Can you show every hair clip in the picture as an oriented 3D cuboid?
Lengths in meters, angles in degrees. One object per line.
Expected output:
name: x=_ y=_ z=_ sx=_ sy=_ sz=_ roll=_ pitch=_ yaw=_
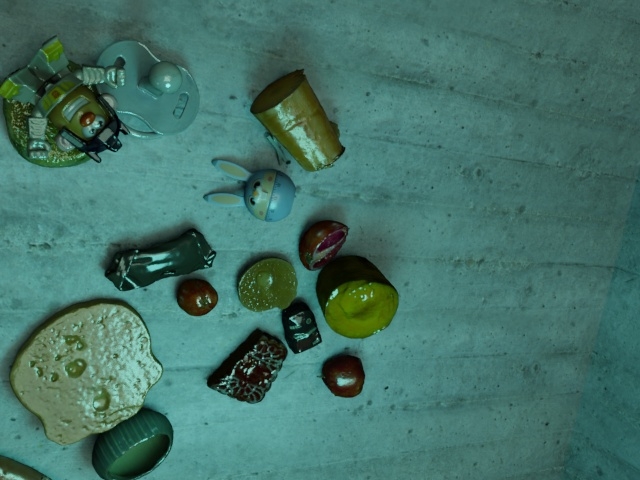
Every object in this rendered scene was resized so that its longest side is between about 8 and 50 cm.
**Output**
hair clip: x=-0.137 y=-0.281 z=1.943 sx=0.030 sy=0.039 sz=0.115 roll=-36 pitch=128 yaw=-14

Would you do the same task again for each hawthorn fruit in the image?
hawthorn fruit: x=0.070 y=0.470 z=2.200 sx=0.172 sy=0.148 sz=0.148 roll=2 pitch=103 yaw=-21
hawthorn fruit: x=-0.363 y=0.170 z=1.897 sx=0.128 sy=0.128 sz=0.128 roll=-8 pitch=108 yaw=-26

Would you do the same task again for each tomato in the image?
tomato: x=0.000 y=0.000 z=2.058 sx=0.173 sy=0.099 sz=0.189 roll=-33 pitch=158 yaw=-32

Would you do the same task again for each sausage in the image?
sausage: x=-0.798 y=0.731 z=1.839 sx=0.419 sy=0.094 sz=0.094 roll=46 pitch=66 yaw=-30

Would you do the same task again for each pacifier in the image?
pacifier: x=-0.430 y=-0.390 z=1.635 sx=0.287 sy=0.226 sz=0.238 roll=29 pitch=70 yaw=-28

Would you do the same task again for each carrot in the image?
carrot: x=0.116 y=0.186 z=2.056 sx=0.242 sy=0.340 sz=0.241 roll=-3 pitch=107 yaw=-10
carrot: x=-0.057 y=-0.341 z=1.870 sx=0.196 sy=0.196 sz=0.254 roll=-43 pitch=118 yaw=-11

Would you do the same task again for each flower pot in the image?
flower pot: x=-0.554 y=0.605 z=1.890 sx=0.243 sy=0.157 sz=0.189 roll=-27 pitch=120 yaw=-17

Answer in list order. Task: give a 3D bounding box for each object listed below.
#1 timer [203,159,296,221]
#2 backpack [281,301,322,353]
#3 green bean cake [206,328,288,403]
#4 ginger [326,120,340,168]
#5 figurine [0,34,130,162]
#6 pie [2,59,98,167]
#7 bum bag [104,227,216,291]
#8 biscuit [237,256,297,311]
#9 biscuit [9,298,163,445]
timer: x=-0.191 y=-0.143 z=1.875 sx=0.255 sy=0.175 sz=0.175 roll=12 pitch=98 yaw=-29
backpack: x=-0.064 y=0.289 z=2.091 sx=0.120 sy=0.106 sz=0.165 roll=-27 pitch=124 yaw=-13
green bean cake: x=-0.227 y=0.400 z=2.044 sx=0.198 sy=0.097 sz=0.232 roll=34 pitch=87 yaw=-31
ginger: x=0.021 y=-0.309 z=1.994 sx=0.096 sy=0.067 sz=0.165 roll=-24 pitch=121 yaw=-15
figurine: x=-0.596 y=-0.323 z=1.535 sx=0.309 sy=0.143 sz=0.308 roll=-3 pitch=117 yaw=-5
pie: x=-0.668 y=-0.320 z=1.625 sx=0.277 sy=0.078 sz=0.277 roll=-5 pitch=101 yaw=-27
bum bag: x=-0.458 y=0.053 z=1.839 sx=0.326 sy=0.080 sz=0.142 roll=-15 pitch=118 yaw=-27
biscuit: x=-0.172 y=0.138 z=2.027 sx=0.208 sy=0.049 sz=0.181 roll=-8 pitch=107 yaw=-28
biscuit: x=-0.653 y=0.362 z=1.807 sx=0.385 sy=0.062 sz=0.365 roll=-31 pitch=105 yaw=-18
